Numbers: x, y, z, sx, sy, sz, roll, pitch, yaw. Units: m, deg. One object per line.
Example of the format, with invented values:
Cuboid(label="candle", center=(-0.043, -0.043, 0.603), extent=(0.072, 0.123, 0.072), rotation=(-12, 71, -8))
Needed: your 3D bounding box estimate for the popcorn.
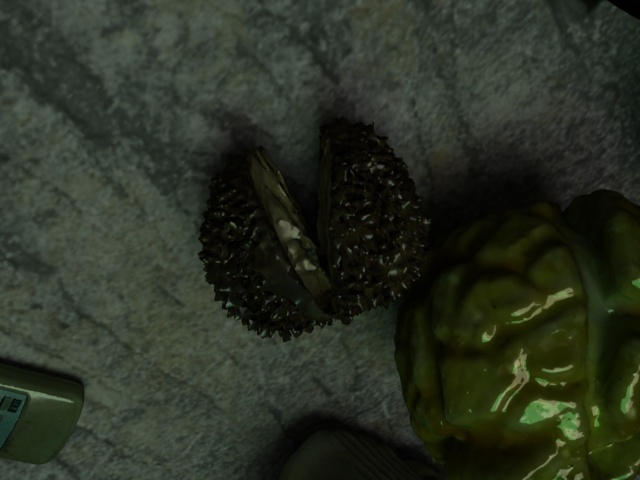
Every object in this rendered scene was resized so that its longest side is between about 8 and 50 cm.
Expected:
Cuboid(label="popcorn", center=(0.193, 0.089, 0.598), extent=(0.282, 0.282, 0.246), rotation=(-25, 89, -1))

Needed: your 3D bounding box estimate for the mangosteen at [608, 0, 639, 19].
Cuboid(label="mangosteen", center=(0.274, -0.249, 0.359), extent=(0.307, 0.346, 0.306), rotation=(-5, 124, -8))

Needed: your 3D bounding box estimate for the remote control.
Cuboid(label="remote control", center=(-0.338, 0.142, 0.605), extent=(0.234, 0.038, 0.098), rotation=(23, 111, -26))

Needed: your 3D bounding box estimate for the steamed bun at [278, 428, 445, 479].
Cuboid(label="steamed bun", center=(0.059, 0.384, 0.704), extent=(0.310, 0.324, 0.219), rotation=(34, 110, -21))

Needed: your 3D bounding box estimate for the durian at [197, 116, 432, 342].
Cuboid(label="durian", center=(0.000, 0.000, 0.556), extent=(0.196, 0.166, 0.196), rotation=(4, 139, 4))
